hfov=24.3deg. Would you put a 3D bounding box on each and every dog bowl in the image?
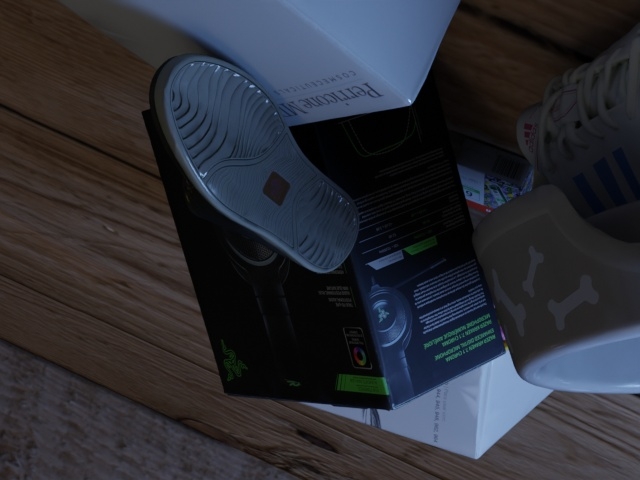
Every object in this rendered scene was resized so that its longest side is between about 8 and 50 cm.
[{"bbox_3d":[0.279,0.029,0.989,0.349,0.102,0.349,-4,166,-1],"label":"dog bowl"}]

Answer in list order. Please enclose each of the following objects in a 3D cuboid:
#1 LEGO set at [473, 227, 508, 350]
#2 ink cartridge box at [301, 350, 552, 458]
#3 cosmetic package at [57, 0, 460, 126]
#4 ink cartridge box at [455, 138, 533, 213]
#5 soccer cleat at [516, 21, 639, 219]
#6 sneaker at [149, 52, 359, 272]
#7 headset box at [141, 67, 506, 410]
[{"bbox_3d":[0.200,0.025,1.299,0.287,0.132,0.107,11,129,28],"label":"LEGO set"},{"bbox_3d":[0.080,0.092,1.457,0.273,0.198,0.114,15,114,28],"label":"ink cartridge box"},{"bbox_3d":[-0.105,-0.236,0.938,0.385,0.156,0.217,36,160,-25],"label":"cosmetic package"},{"bbox_3d":[0.150,-0.043,1.299,0.063,0.029,0.115,21,159,13],"label":"ink cartridge box"},{"bbox_3d":[0.204,-0.079,1.000,0.143,0.116,0.331,12,159,8],"label":"soccer cleat"},{"bbox_3d":[-0.075,-0.054,1.031,0.118,0.083,0.222,18,159,40],"label":"sneaker"},{"bbox_3d":[0.000,0.000,1.230,0.246,0.131,0.283,-2,107,54],"label":"headset box"}]
